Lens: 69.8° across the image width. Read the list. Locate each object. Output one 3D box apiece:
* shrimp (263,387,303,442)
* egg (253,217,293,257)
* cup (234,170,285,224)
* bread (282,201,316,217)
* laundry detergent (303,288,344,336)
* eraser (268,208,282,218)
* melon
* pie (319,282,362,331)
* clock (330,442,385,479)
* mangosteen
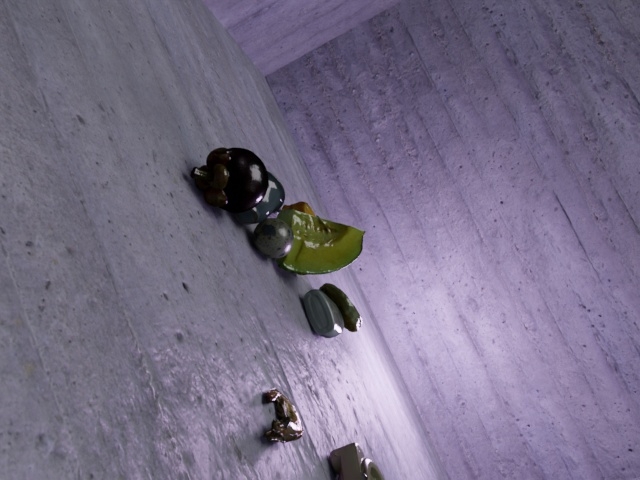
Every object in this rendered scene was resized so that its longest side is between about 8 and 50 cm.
[{"bbox_3d":[-0.104,0.443,1.151,0.143,0.052,0.251,56,-1,17],"label":"shrimp"},{"bbox_3d":[-0.166,-0.006,1.662,0.181,0.141,0.141,56,12,-60],"label":"egg"},{"bbox_3d":[-0.236,-0.129,1.585,0.199,0.199,0.149,59,30,-31],"label":"cup"},{"bbox_3d":[-0.089,-0.063,2.208,0.268,0.146,0.268,59,15,-27],"label":"bread"},{"bbox_3d":[0.026,0.311,1.969,0.214,0.106,0.280,66,10,15],"label":"laundry detergent"},{"bbox_3d":[-0.225,-0.160,1.952,0.124,0.068,0.210,65,9,20],"label":"eraser"},{"bbox_3d":[0.000,0.000,1.877,0.344,0.226,0.331,19,33,-23],"label":"melon"},{"bbox_3d":[0.089,0.309,2.111,0.277,0.079,0.277,44,-16,16],"label":"pie"},{"bbox_3d":[0.143,0.795,1.373,0.283,0.114,0.309,-104,167,-56],"label":"clock"},{"bbox_3d":[-0.283,-0.187,1.401,0.250,0.211,0.211,3,59,-49],"label":"mangosteen"}]
